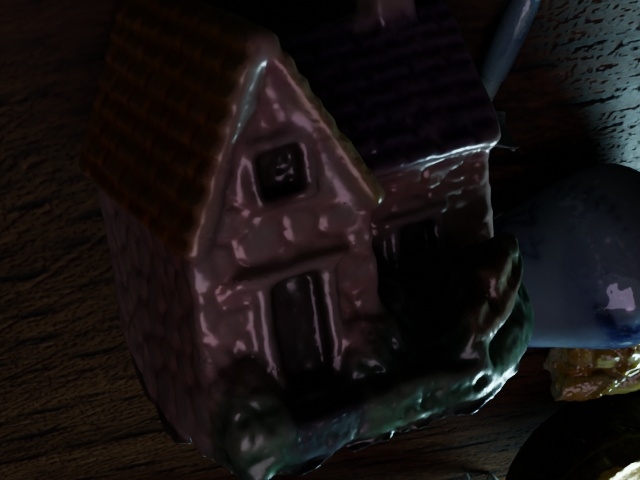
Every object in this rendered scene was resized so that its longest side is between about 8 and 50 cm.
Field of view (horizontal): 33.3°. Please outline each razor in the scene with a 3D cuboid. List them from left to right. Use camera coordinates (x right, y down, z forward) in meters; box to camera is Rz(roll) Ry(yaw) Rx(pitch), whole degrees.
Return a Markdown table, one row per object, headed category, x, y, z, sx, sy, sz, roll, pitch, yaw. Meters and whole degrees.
| category | x | y | z | sx | sy | sz | roll | pitch | yaw |
| --- | --- | --- | --- | --- | --- | --- | --- | --- | --- |
| razor | 0.118 | -0.119 | 0.700 | 0.068 | 0.040 | 0.135 | 3 | 136 | -16 |

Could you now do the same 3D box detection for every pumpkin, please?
| category | x | y | z | sx | sy | sz | roll | pitch | yaw |
| --- | --- | --- | --- | --- | --- | --- | --- | --- | --- |
| pumpkin | 0.330 | 0.286 | 1.120 | 0.317 | 0.139 | 0.221 | 12 | 112 | -32 |

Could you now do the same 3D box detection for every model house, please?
| category | x | y | z | sx | sy | sz | roll | pitch | yaw |
| --- | --- | --- | --- | --- | --- | --- | --- | --- | --- |
| model house | -0.003 | -0.033 | 0.617 | 0.237 | 0.202 | 0.237 | -16 | 115 | -18 |

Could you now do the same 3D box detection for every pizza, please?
| category | x | y | z | sx | sy | sz | roll | pitch | yaw |
| --- | --- | --- | --- | --- | --- | --- | --- | --- | --- |
| pizza | 0.297 | 0.084 | 0.974 | 0.182 | 0.062 | 0.161 | -10 | 137 | 4 |

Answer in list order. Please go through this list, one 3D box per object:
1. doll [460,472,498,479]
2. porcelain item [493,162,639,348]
| category | x | y | z | sx | sy | sz | roll | pitch | yaw |
| --- | --- | --- | --- | --- | --- | --- | --- | --- | --- |
| doll | 0.105 | 0.399 | 1.262 | 0.188 | 0.099 | 0.384 | 10 | 133 | -44 |
| porcelain item | 0.174 | 0.024 | 0.821 | 0.259 | 0.141 | 0.141 | -16 | 143 | 24 |
